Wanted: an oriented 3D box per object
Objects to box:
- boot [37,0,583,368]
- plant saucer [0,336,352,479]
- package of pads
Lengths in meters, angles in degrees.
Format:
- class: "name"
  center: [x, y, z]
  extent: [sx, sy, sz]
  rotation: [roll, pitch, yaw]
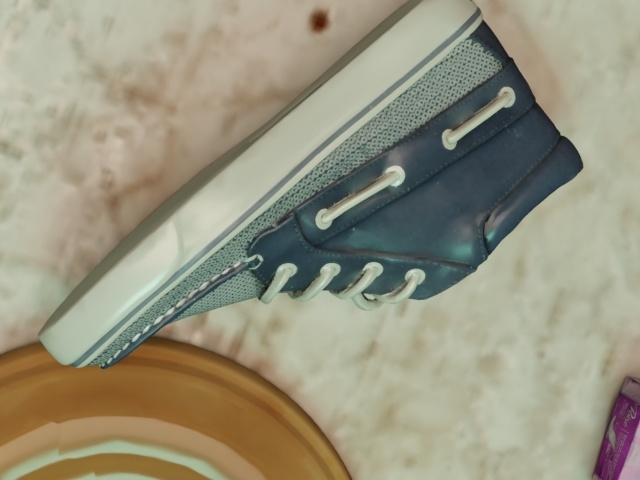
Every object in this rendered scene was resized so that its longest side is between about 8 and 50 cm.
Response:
- class: "boot"
  center: [0.000, 0.000, 0.573]
  extent: [0.190, 0.069, 0.086]
  rotation: [-40, 99, -4]
- class: "plant saucer"
  center: [-0.076, 0.134, 0.597]
  extent: [0.200, 0.037, 0.200]
  rotation: [-1, 98, -8]
- class: "package of pads"
  center: [0.147, 0.087, 0.627]
  extent: [0.083, 0.032, 0.050]
  rotation: [18, 93, -11]
